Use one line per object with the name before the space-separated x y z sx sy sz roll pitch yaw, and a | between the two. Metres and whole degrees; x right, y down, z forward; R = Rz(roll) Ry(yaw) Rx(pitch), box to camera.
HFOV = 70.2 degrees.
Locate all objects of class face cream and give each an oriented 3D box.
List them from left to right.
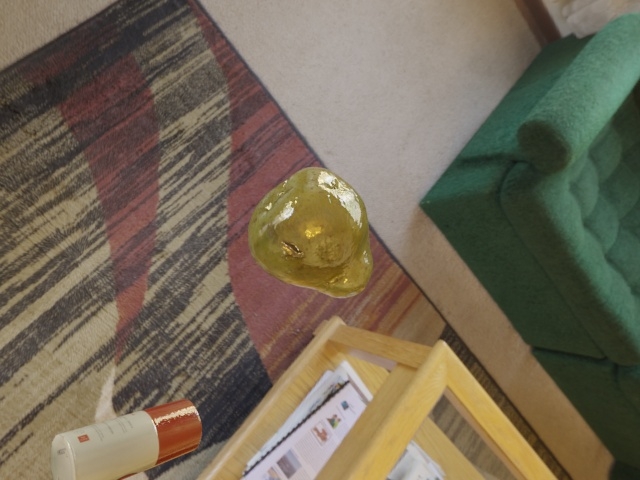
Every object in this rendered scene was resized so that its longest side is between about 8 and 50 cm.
face cream | -0.312 0.336 0.753 0.214 0.096 0.095 0 88 -49

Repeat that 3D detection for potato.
potato | 0.000 0.000 0.600 0.194 0.157 0.157 48 67 -32
